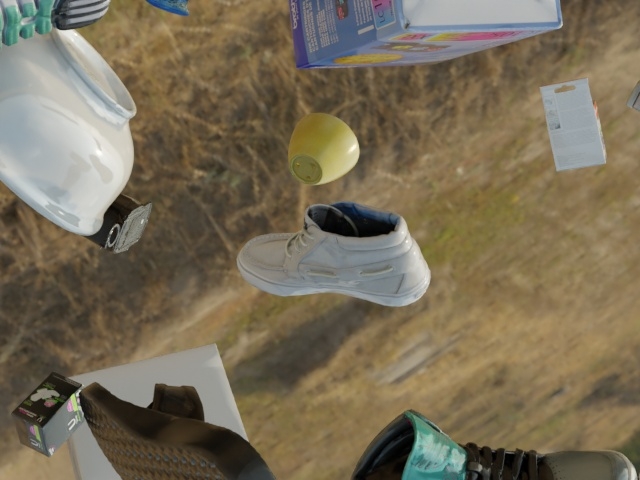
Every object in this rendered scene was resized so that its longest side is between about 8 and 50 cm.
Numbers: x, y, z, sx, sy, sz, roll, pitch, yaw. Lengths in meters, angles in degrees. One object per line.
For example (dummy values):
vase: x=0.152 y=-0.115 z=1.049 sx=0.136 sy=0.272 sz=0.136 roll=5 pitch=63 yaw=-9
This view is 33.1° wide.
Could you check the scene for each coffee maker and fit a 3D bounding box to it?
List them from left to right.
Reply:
coffee maker: x=-0.430 y=-0.063 z=2.022 sx=0.120 sy=0.178 sz=0.171 roll=-63 pitch=171 yaw=-1

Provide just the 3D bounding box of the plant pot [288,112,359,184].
plant pot: x=-0.007 y=-0.157 z=2.008 sx=0.134 sy=0.134 sz=0.095 roll=-54 pitch=-179 yaw=44

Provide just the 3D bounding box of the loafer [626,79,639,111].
loafer: x=0.438 y=-0.214 z=1.387 sx=0.045 sy=0.039 sz=0.125 roll=-48 pitch=165 yaw=-40

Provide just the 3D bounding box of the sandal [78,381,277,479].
sandal: x=-0.140 y=0.238 z=1.191 sx=0.107 sy=0.167 sz=0.446 roll=-31 pitch=-161 yaw=-29

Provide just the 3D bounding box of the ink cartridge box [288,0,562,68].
ink cartridge box: x=0.127 y=-0.348 z=1.605 sx=0.270 sy=0.151 sz=0.395 roll=-6 pitch=-176 yaw=-26

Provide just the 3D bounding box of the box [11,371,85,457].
box: x=-0.345 y=0.223 z=1.385 sx=0.083 sy=0.052 sz=0.062 roll=-48 pitch=148 yaw=-42

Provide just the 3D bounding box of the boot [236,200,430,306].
boot: x=0.000 y=0.000 z=1.269 sx=0.095 sy=0.258 sz=0.123 roll=-63 pitch=145 yaw=-36

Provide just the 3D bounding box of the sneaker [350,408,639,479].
sneaker: x=0.151 y=0.236 z=1.077 sx=0.296 sy=0.123 sz=0.178 roll=-22 pitch=128 yaw=20

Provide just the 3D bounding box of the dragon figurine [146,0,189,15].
dragon figurine: x=-0.188 y=-0.341 z=1.348 sx=0.289 sy=0.144 sz=0.085 roll=19 pitch=120 yaw=-30

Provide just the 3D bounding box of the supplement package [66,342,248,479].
supplement package: x=-0.270 y=0.310 z=1.736 sx=0.262 sy=0.204 sz=0.145 roll=-11 pitch=150 yaw=-19

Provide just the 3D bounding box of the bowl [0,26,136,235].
bowl: x=-0.308 y=-0.159 z=1.246 sx=0.134 sy=0.298 sz=0.298 roll=-38 pitch=160 yaw=7

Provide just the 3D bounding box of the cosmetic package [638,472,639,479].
cosmetic package: x=0.534 y=0.327 z=1.041 sx=0.230 sy=0.161 sz=0.453 roll=23 pitch=166 yaw=-23

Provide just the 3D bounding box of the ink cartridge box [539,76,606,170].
ink cartridge box: x=0.316 y=-0.148 z=1.348 sx=0.063 sy=0.115 sz=0.029 roll=-8 pitch=-158 yaw=22

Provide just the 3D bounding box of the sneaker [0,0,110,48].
sneaker: x=-0.328 y=-0.248 z=1.075 sx=0.224 sy=0.098 sz=0.083 roll=-17 pitch=160 yaw=-29
